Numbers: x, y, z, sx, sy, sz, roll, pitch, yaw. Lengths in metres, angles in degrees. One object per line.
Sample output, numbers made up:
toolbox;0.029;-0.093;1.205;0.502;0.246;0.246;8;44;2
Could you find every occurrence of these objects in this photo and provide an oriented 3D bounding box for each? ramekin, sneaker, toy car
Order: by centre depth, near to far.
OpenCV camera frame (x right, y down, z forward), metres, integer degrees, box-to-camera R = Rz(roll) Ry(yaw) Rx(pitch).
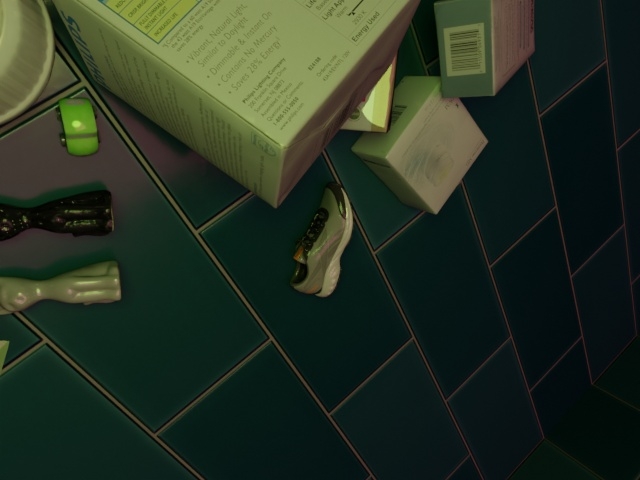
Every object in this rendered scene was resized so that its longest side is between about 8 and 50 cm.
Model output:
ramekin;-0.498;-0.280;0.602;0.273;0.127;0.272;-3;99;-17
toy car;-0.396;-0.245;0.764;0.239;0.053;0.224;-12;112;-28
sneaker;0.000;0.000;1.071;0.108;0.100;0.271;6;103;-28

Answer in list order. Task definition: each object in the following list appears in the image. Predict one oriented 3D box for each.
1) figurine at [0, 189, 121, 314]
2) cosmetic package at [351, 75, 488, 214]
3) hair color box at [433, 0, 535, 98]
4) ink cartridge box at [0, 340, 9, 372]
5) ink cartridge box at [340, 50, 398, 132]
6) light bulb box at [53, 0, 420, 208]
figurine;-0.460;0.027;0.811;0.210;0.092;0.214;-6;111;-22
cosmetic package;0.237;-0.222;1.114;0.225;0.138;0.224;39;85;-36
hair color box;0.371;-0.458;1.034;0.374;0.114;0.185;-44;131;-43
ink cartridge box;-0.663;0.238;0.771;0.235;0.056;0.171;15;98;-32
ink cartridge box;0.025;-0.311;0.906;0.235;0.088;0.193;6;106;9
light bulb box;-0.101;-0.309;0.688;0.361;0.225;0.358;36;72;2
